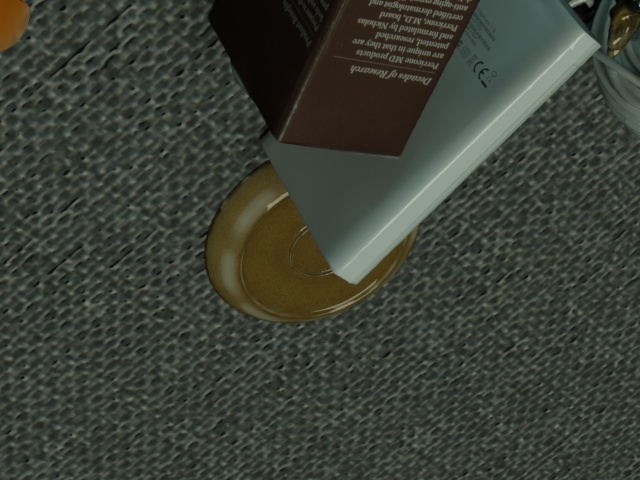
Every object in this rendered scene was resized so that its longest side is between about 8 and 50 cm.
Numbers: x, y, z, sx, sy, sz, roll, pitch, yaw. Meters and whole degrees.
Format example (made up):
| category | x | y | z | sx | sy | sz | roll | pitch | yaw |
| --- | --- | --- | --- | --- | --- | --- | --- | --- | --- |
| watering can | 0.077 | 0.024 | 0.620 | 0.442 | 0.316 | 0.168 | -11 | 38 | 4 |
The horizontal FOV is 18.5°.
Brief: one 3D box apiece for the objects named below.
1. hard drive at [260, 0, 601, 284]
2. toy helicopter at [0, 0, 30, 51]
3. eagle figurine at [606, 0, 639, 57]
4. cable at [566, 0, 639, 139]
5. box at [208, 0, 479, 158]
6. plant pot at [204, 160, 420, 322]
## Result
| category | x | y | z | sx | sy | sz | roll | pitch | yaw |
| --- | --- | --- | --- | --- | --- | --- | --- | --- | --- |
| hard drive | 0.092 | -0.132 | 1.786 | 0.307 | 0.203 | 0.040 | -45 | 134 | 16 |
| toy helicopter | -0.267 | -0.226 | 1.498 | 0.355 | 0.235 | 0.140 | 1 | 128 | -28 |
| eagle figurine | 0.268 | -0.253 | 1.559 | 0.225 | 0.226 | 0.298 | -30 | 165 | -5 |
| cable | 0.384 | -0.186 | 1.846 | 0.257 | 0.257 | 0.089 | -31 | 141 | 2 |
| box | 0.057 | -0.277 | 1.647 | 0.143 | 0.191 | 0.381 | 8 | 125 | -32 |
| plant pot | 0.000 | 0.000 | 1.983 | 0.236 | 0.032 | 0.236 | -15 | 134 | -16 |
